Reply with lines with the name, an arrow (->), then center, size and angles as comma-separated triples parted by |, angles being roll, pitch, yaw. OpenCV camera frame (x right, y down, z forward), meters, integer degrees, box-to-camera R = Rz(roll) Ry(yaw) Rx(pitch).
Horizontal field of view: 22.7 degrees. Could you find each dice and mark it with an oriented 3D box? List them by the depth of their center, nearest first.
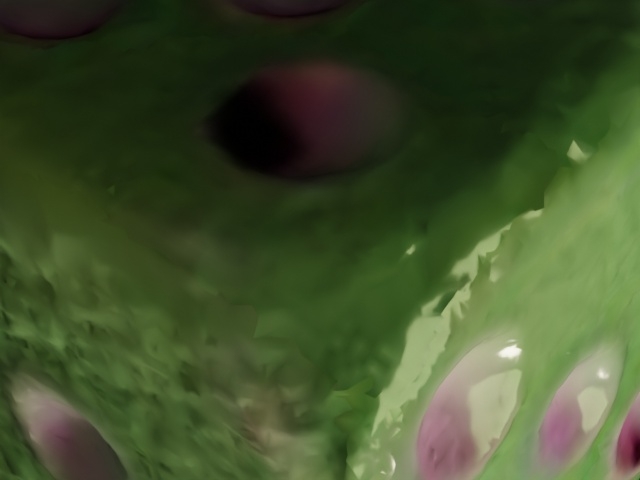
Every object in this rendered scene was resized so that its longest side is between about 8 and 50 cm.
dice -> 0.000, 0.000, 0.764 | 0.330, 0.318, 0.322 | -39, 144, -32
